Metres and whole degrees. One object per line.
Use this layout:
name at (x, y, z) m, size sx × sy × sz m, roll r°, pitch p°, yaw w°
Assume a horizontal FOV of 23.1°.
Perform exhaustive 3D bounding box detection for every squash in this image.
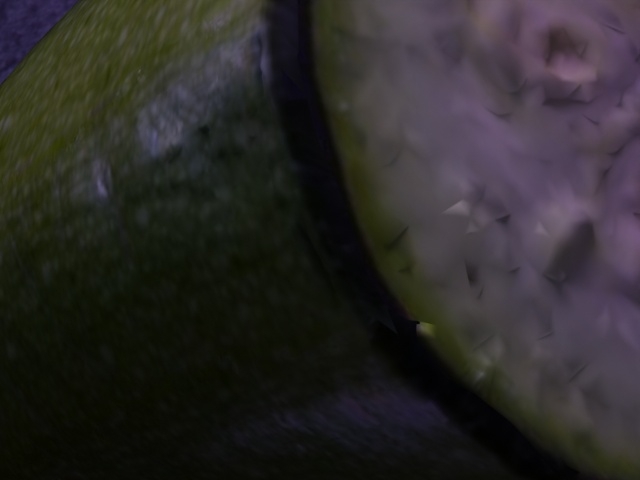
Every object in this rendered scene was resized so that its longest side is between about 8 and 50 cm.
squash at (0.000, 0.000, 0.594) m, size 0.263 × 0.263 × 0.384 m, roll -28°, pitch 2°, yaw -34°
